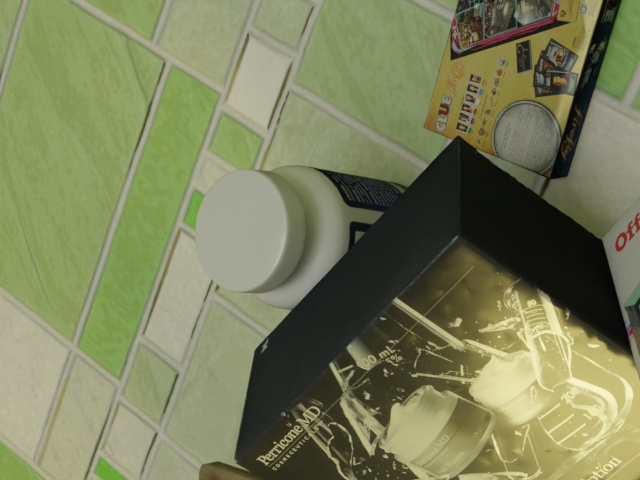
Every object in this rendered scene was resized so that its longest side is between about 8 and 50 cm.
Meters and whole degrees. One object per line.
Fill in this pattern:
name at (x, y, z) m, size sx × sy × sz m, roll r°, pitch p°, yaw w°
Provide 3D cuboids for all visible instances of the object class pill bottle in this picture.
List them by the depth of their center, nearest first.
pill bottle at (0.000, 0.000, 1.565) m, size 0.153 × 0.264 × 0.153 m, roll -5°, pitch 82°, yaw 38°

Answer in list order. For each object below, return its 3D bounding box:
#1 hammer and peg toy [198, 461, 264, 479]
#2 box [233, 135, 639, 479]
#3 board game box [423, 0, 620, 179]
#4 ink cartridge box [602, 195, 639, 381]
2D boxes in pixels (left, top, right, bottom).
hammer and peg toy at (-0.020, 0.414, 1.649) m, size 0.361 × 0.127 × 0.266 m, roll 10°, pitch 101°, yaw 46°
box at (0.144, 0.137, 1.415) m, size 0.312 × 0.179 × 0.343 m, roll 33°, pitch 120°, yaw -15°
board game box at (0.214, -0.206, 1.533) m, size 0.165 × 0.042 × 0.243 m, roll 26°, pitch 110°, yaw 31°
ink cartridge box at (0.358, 0.051, 1.224) m, size 0.201 × 0.117 × 0.278 m, roll -55°, pitch 29°, yaw 41°
